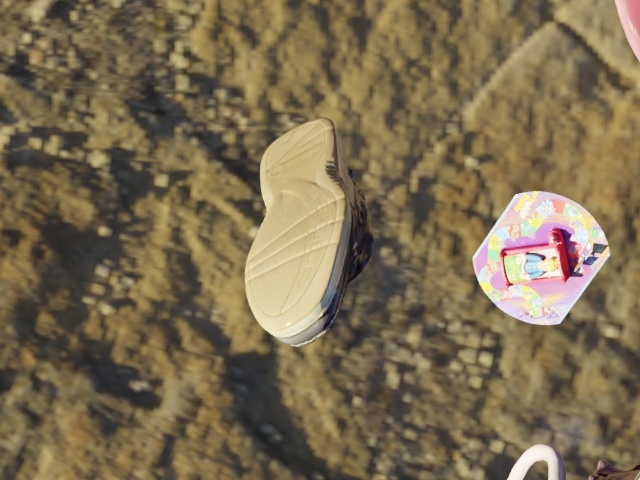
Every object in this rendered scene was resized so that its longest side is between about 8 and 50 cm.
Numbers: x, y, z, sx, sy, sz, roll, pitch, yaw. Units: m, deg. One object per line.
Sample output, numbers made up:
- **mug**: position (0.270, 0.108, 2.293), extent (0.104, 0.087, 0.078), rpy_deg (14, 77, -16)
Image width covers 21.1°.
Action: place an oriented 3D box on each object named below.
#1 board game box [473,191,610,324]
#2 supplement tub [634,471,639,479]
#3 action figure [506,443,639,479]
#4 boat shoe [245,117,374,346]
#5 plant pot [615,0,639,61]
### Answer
- **board game box**: position (0.259, 0.025, 2.064), extent (0.133, 0.033, 0.168), rpy_deg (35, 115, 6)
- **supplement tub**: position (0.267, 0.174, 0.869), extent (0.235, 0.235, 0.325), rpy_deg (38, 83, -29)
- **action figure**: position (0.270, 0.251, 1.487), extent (0.248, 0.276, 0.370), rpy_deg (-63, 166, 4)
- **boat shoe**: position (0.000, 0.000, 1.470), extent (0.103, 0.285, 0.092), rpy_deg (-30, 120, 17)
- **plant pot**: position (0.243, -0.184, 0.828), extent (0.180, 0.201, 0.201), rpy_deg (-5, 98, -3)
